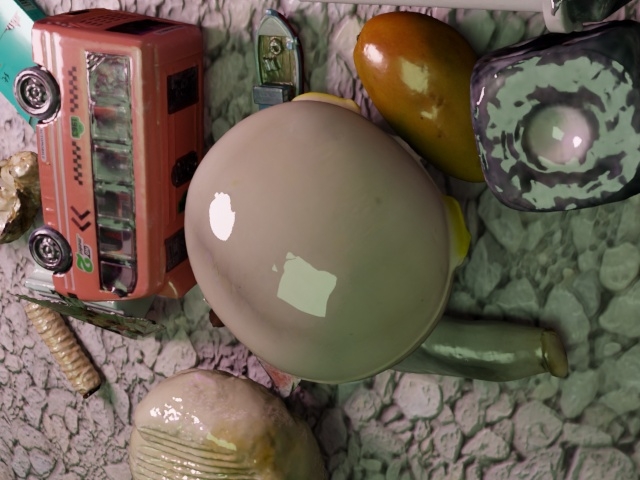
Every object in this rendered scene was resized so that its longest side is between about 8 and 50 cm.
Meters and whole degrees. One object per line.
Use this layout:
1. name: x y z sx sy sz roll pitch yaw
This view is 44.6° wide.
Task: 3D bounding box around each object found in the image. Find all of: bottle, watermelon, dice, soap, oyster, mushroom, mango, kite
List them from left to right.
1. oyster: -0.598 -0.080 1.427 0.295 0.094 0.166 4 97 36
2. soap: -0.403 0.090 1.379 0.198 0.066 0.119 10 160 23
3. kite: -0.386 0.129 1.352 0.323 0.013 0.267 8 159 22
4. bottle: -0.159 0.108 1.306 0.047 0.063 0.101 18 128 -14
5. watermelon: -0.066 0.161 1.278 0.139 0.071 0.187 30 132 19
6. mango: 0.146 -0.180 0.974 0.138 0.113 0.253 -35 99 27
7. mushroom: 0.177 0.145 1.130 0.352 0.097 0.109 8 121 19
8. dice: 0.280 -0.142 0.884 0.182 0.183 0.181 -5 109 28

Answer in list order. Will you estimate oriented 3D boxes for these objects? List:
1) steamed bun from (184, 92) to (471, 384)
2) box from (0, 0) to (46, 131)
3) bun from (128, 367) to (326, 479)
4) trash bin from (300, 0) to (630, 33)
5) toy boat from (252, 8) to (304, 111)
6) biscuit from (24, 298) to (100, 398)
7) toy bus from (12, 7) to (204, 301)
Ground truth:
1. steamed bun: -0.002 -0.001 1.008 0.374 0.334 0.334 49 126 18
2. box: -0.489 -0.306 1.278 0.226 0.042 0.161 49 126 -1
3. bun: -0.147 0.372 1.322 0.365 0.219 0.365 13 123 22
4. trash bin: 0.143 -0.346 0.802 0.368 0.296 0.255 8 118 30
5. toy boat: -0.060 -0.235 1.084 0.069 0.059 0.172 11 118 22
6. biscuit: -0.498 0.208 1.520 0.061 0.055 0.219 -21 104 50
7. toy bus: -0.293 -0.119 1.176 0.233 0.203 0.426 11 116 17
